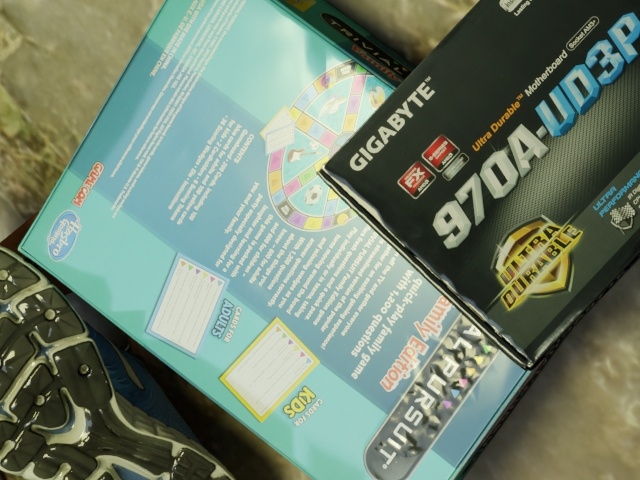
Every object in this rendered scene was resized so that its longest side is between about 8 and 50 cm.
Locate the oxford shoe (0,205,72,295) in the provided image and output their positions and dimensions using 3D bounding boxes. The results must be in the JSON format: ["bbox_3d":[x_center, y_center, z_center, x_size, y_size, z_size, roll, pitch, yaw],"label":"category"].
[{"bbox_3d":[-0.196,0.010,1.393,0.212,0.076,0.076,-36,88,33],"label":"oxford shoe"}]

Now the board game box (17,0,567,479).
[{"bbox_3d":[0.000,0.000,1.249,0.336,0.079,0.254,37,110,10],"label":"board game box"}]

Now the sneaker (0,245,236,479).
[{"bbox_3d":[-0.192,0.117,1.365,0.130,0.147,0.330,-42,110,-4],"label":"sneaker"}]

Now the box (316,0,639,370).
[{"bbox_3d":[0.136,-0.058,1.129,0.175,0.051,0.220,44,90,10],"label":"box"}]
